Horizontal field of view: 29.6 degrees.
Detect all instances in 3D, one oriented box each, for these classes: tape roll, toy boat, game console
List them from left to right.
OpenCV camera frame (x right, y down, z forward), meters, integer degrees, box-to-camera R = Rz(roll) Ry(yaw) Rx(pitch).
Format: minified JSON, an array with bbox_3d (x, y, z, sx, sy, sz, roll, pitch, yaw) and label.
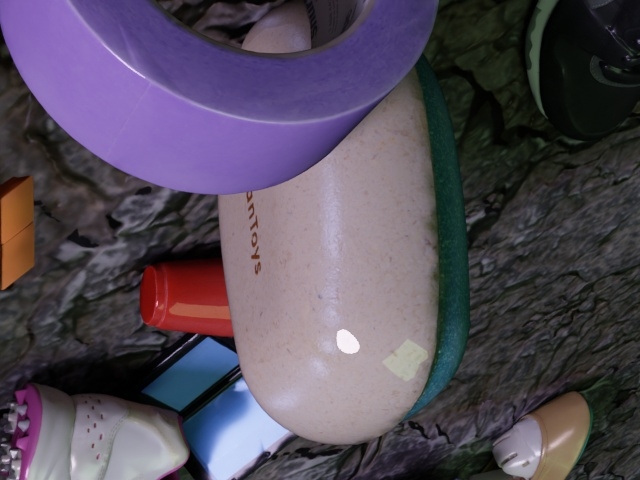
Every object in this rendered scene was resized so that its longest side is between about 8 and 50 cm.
[{"bbox_3d":[-0.078,0.126,0.928,0.122,0.071,0.107,-39,142,9],"label":"game console"},{"bbox_3d":[-0.046,-0.122,0.552,0.189,0.189,0.080,-8,164,-28],"label":"tape roll"},{"bbox_3d":[0.000,0.000,0.749,0.148,0.267,0.318,3,161,-24],"label":"toy boat"}]

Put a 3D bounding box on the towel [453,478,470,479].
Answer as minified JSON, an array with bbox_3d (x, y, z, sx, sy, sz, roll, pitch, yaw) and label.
[{"bbox_3d":[0.030,0.324,1.211,0.285,0.034,0.209,-16,143,2],"label":"towel"}]

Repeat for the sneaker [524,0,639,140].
[{"bbox_3d":[0.221,-0.158,0.778,0.107,0.124,0.283,-11,138,-24],"label":"sneaker"}]

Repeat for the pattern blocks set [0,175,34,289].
[{"bbox_3d":[-0.218,-0.061,0.499,0.285,0.026,0.325,29,72,-49],"label":"pattern blocks set"}]

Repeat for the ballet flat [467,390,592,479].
[{"bbox_3d":[0.197,0.242,1.244,0.073,0.080,0.232,10,126,-24],"label":"ballet flat"}]

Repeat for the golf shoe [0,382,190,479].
[{"bbox_3d":[-0.181,0.232,0.926,0.140,0.115,0.306,1,134,-19],"label":"golf shoe"}]
